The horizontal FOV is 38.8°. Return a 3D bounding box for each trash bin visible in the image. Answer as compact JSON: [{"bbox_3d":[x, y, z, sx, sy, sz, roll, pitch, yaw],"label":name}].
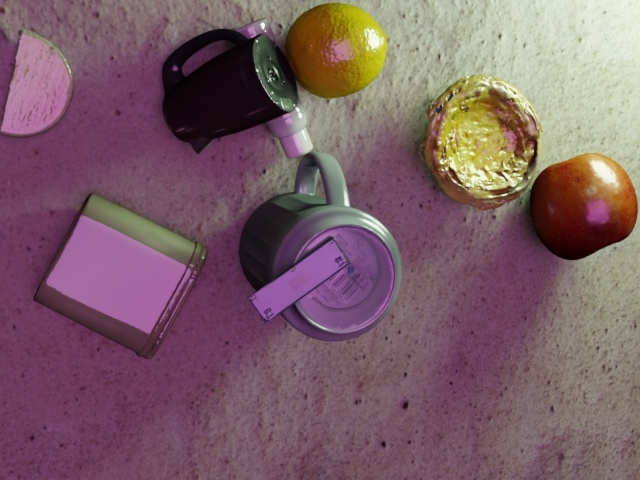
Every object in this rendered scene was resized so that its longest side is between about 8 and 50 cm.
[{"bbox_3d":[-0.371,0.064,1.698,0.247,0.121,0.243,29,91,-17],"label":"trash bin"}]

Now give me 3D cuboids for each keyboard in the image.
[{"bbox_3d":[-0.035,0.065,1.502,0.176,0.014,0.055,-36,106,-8],"label":"keyboard"}]

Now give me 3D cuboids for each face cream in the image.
[{"bbox_3d":[-0.088,-0.284,1.736,0.082,0.082,0.269,-25,107,-11],"label":"face cream"}]

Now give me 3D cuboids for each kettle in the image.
[{"bbox_3d":[-0.183,-0.281,1.646,0.232,0.144,0.202,-19,90,25],"label":"kettle"}]

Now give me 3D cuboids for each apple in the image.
[{"bbox_3d":[0.545,-0.068,1.890,0.218,0.218,0.201,-16,78,-13],"label":"apple"}]

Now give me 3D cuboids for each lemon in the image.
[{"bbox_3d":[0.031,-0.358,1.707,0.203,0.178,0.178,-19,105,-10],"label":"lemon"}]

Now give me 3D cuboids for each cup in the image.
[{"bbox_3d":[0.000,0.000,1.683,0.237,0.327,0.323,4,97,-17],"label":"cup"}]

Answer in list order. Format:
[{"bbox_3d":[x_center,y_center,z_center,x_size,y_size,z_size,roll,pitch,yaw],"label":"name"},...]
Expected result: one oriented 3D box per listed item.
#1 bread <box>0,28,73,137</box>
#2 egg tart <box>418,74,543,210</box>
[{"bbox_3d":[-0.505,-0.273,1.641,0.112,0.036,0.193,12,93,-23],"label":"bread"},{"bbox_3d":[0.316,-0.199,1.859,0.291,0.107,0.291,-3,98,-20],"label":"egg tart"}]
